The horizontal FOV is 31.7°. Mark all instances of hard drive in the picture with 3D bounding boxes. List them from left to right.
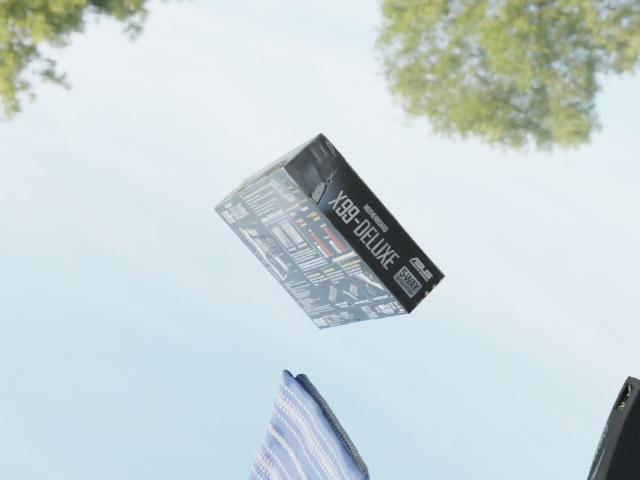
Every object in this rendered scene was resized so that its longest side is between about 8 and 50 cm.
[{"bbox_3d":[0.532,0.362,1.822,0.172,0.254,0.054,25,164,-1],"label":"hard drive"}]

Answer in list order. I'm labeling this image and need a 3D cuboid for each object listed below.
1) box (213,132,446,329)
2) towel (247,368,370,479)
[{"bbox_3d":[0.000,0.000,1.510,0.076,0.307,0.242,-44,-82,-21],"label":"box"},{"bbox_3d":[-0.052,0.325,1.144,0.040,0.336,0.243,15,-167,-22],"label":"towel"}]
